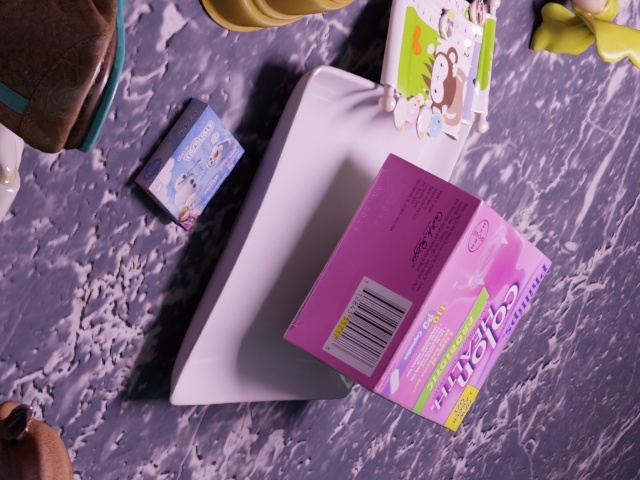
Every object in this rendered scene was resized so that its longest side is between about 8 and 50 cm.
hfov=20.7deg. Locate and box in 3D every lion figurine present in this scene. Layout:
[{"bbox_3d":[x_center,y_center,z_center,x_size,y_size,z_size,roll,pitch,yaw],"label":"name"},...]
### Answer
[{"bbox_3d":[-0.240,0.261,1.384,0.240,0.142,0.392,-85,-172,-71],"label":"lion figurine"}]

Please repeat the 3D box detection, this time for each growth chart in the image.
[{"bbox_3d":[0.119,-0.182,1.733,0.237,0.021,0.172,9,83,-60],"label":"growth chart"}]

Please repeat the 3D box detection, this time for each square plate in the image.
[{"bbox_3d":[0.000,0.000,1.731,0.347,0.049,0.344,7,110,-60],"label":"square plate"}]

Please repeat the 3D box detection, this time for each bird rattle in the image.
[{"bbox_3d":[0.304,-0.318,1.913,0.207,0.143,0.253,-51,139,-41],"label":"bird rattle"}]

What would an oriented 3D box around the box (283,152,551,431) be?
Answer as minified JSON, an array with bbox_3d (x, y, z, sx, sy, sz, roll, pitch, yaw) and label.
[{"bbox_3d":[0.105,0.060,1.783,0.213,0.117,0.243,-60,153,-2],"label":"box"}]

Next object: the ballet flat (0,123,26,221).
[{"bbox_3d":[-0.298,-0.054,1.053,0.483,0.182,0.164,1,114,-59],"label":"ballet flat"}]

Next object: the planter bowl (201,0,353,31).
[{"bbox_3d":[0.000,-0.259,1.451,0.217,0.090,0.217,-39,145,-35],"label":"planter bowl"}]

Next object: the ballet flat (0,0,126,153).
[{"bbox_3d":[-0.185,-0.163,1.159,0.342,0.124,0.116,-89,-156,-61],"label":"ballet flat"}]

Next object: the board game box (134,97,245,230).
[{"bbox_3d":[-0.112,-0.065,1.517,0.090,0.020,0.090,-55,150,-10],"label":"board game box"}]
